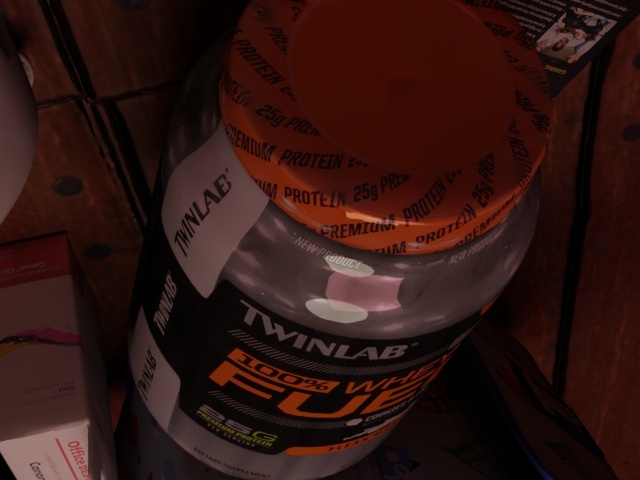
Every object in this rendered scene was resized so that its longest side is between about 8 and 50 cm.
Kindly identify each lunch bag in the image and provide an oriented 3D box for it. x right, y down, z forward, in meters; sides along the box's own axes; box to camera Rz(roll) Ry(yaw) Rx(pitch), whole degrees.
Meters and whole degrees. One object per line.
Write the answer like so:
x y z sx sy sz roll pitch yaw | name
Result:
0.061 0.187 0.971 0.385 0.328 0.239 4 118 -20 | lunch bag

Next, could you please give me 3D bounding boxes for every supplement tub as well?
0.000 0.000 0.699 0.193 0.194 0.316 -4 153 -15 | supplement tub

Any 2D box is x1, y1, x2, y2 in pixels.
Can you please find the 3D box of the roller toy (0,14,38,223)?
-0.250 -0.078 0.622 0.209 0.191 0.146 8 149 10 | roller toy

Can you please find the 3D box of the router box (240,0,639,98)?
0.077 -0.209 0.648 0.308 0.081 0.243 12 139 -34 | router box

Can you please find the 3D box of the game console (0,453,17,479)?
-0.455 0.229 1.125 0.386 0.060 0.342 4 136 -27 | game console

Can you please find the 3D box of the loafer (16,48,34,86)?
-0.232 -0.093 0.752 0.125 0.039 0.045 -16 113 -3 | loafer

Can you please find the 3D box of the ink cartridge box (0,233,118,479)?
-0.192 0.110 0.908 0.067 0.198 0.115 -12 146 -4 | ink cartridge box
